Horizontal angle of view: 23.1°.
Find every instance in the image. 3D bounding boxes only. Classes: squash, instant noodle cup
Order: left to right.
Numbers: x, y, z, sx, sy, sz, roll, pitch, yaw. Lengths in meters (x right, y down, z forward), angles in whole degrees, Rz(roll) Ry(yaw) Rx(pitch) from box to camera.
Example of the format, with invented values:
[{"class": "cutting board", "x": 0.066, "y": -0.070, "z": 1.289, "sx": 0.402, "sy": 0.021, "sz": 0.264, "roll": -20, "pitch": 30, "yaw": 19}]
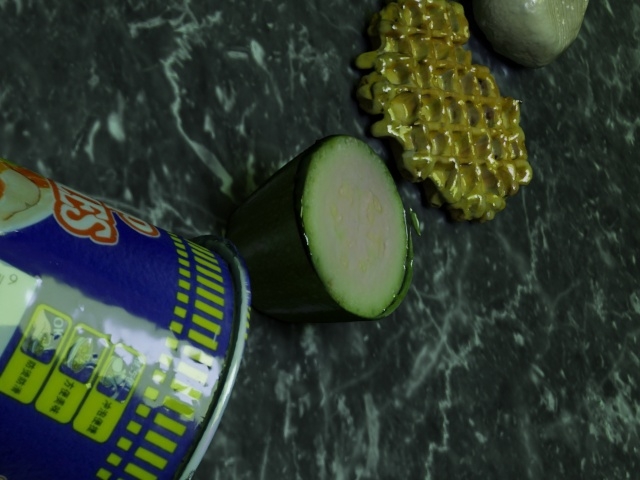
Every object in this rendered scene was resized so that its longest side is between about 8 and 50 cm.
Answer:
[{"class": "instant noodle cup", "x": -0.250, "y": 0.050, "z": 1.034, "sx": 0.312, "sy": 0.284, "sz": 0.284, "roll": 32, "pitch": 52, "yaw": -26}, {"class": "squash", "x": 0.000, "y": 0.000, "z": 1.408, "sx": 0.170, "sy": 0.123, "sz": 0.170, "roll": 22, "pitch": 58, "yaw": -41}]

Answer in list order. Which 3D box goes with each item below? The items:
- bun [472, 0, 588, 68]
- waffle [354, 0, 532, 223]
[{"class": "bun", "x": 0.240, "y": -0.282, "z": 1.806, "sx": 0.188, "sy": 0.111, "sz": 0.164, "roll": -48, "pitch": 128, "yaw": -49}, {"class": "waffle", "x": 0.139, "y": -0.145, "z": 1.672, "sx": 0.253, "sy": 0.056, "sz": 0.249, "roll": 38, "pitch": 50, "yaw": -29}]
